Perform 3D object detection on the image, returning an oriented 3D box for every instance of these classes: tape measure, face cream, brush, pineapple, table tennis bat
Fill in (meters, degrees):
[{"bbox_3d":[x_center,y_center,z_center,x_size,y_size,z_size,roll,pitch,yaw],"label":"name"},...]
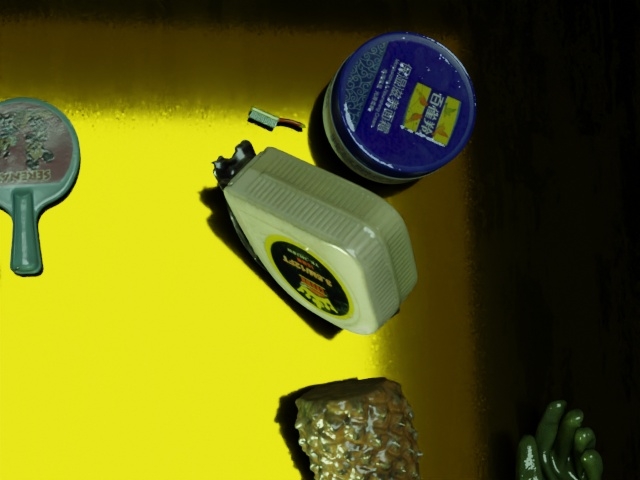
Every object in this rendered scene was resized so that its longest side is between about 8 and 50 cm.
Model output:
[{"bbox_3d":[0.000,0.000,1.347,0.271,0.231,0.133,26,62,30],"label":"tape measure"},{"bbox_3d":[0.109,-0.185,1.436,0.206,0.111,0.205,2,83,-13],"label":"face cream"},{"bbox_3d":[-0.062,-0.171,1.445,0.083,0.019,0.021,17,89,-9],"label":"brush"},{"bbox_3d":[0.079,0.353,1.341,0.169,0.169,0.340,-17,94,-14],"label":"pineapple"},{"bbox_3d":[-0.400,-0.075,1.355,0.153,0.040,0.244,-3,80,-8],"label":"table tennis bat"}]

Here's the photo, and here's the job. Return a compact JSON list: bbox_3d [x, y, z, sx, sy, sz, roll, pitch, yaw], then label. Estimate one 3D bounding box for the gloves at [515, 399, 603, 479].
[{"bbox_3d":[0.341,0.353,1.417,0.135,0.107,0.268,-1,100,-4],"label":"gloves"}]
